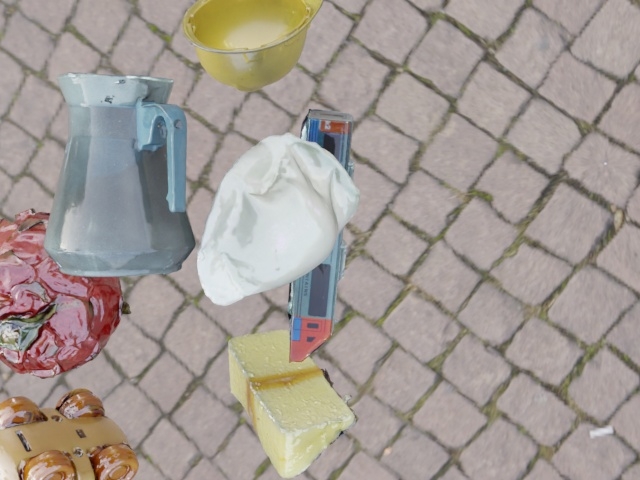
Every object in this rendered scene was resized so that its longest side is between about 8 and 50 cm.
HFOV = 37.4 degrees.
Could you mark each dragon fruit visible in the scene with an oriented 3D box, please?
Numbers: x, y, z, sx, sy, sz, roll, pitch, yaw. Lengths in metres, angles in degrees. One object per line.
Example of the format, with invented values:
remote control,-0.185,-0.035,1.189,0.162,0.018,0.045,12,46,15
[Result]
dragon fruit,-0.428,0.071,1.466,0.244,0.244,0.298,-30,54,17

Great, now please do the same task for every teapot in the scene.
teapot,-0.221,-0.076,1.076,0.203,0.171,0.225,7,100,44

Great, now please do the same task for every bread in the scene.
bread,-0.078,0.285,1.716,0.178,0.142,0.266,-54,43,11

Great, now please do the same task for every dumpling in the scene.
dumpling,-0.066,-0.033,1.220,0.252,0.131,0.179,-36,126,-15

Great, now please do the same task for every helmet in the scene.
helmet,-0.109,-0.334,1.603,0.205,0.257,0.140,29,141,29

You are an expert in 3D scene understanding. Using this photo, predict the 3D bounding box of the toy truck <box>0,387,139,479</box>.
toy truck,-0.480,0.400,1.663,0.204,0.288,0.211,44,116,36

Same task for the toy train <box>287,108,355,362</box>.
toy train,0.000,0.000,1.508,0.089,0.086,0.409,4,107,0
